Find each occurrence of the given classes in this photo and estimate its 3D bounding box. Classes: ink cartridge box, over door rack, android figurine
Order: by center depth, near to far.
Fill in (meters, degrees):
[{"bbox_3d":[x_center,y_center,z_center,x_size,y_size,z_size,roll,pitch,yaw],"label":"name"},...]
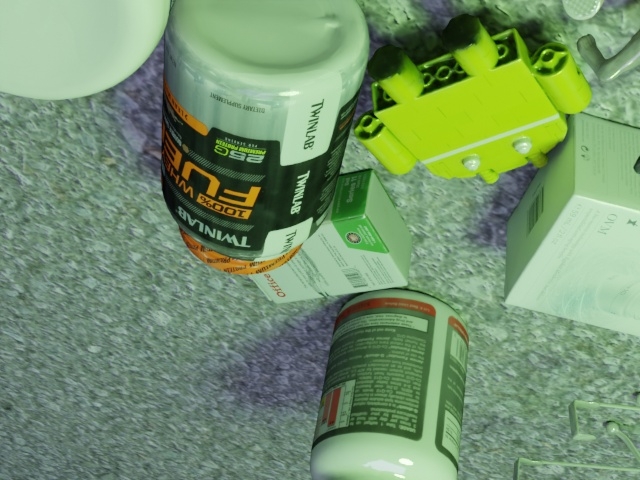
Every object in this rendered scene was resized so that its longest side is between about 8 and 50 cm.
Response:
[{"bbox_3d":[0.168,-0.139,1.060,0.248,0.056,0.273,-17,149,23],"label":"android figurine"},{"bbox_3d":[0.000,0.000,1.305,0.208,0.087,0.153,-10,138,25],"label":"ink cartridge box"},{"bbox_3d":[0.478,0.290,1.507,0.324,0.108,0.239,-2,146,-16],"label":"over door rack"}]

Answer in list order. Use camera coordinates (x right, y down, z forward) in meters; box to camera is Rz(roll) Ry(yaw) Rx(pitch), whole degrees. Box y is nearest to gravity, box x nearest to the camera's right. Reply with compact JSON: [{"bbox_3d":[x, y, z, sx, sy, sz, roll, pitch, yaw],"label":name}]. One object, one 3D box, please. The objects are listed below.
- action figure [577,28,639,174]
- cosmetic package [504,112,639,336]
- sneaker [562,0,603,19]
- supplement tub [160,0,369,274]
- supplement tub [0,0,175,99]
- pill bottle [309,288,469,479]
[{"bbox_3d":[0.467,-0.159,0.912,0.341,0.178,0.330,37,146,-26],"label":"action figure"},{"bbox_3d":[0.364,-0.007,1.158,0.224,0.138,0.224,13,143,-3],"label":"cosmetic package"},{"bbox_3d":[0.249,-0.282,0.918,0.051,0.070,0.134,2,113,27],"label":"sneaker"},{"bbox_3d":[-0.072,-0.121,1.072,0.207,0.207,0.338,12,142,0],"label":"supplement tub"},{"bbox_3d":[-0.201,-0.302,0.773,0.241,0.331,0.241,8,143,6],"label":"supplement tub"},{"bbox_3d":[0.098,0.270,1.397,0.210,0.363,0.210,8,142,6],"label":"pill bottle"}]
